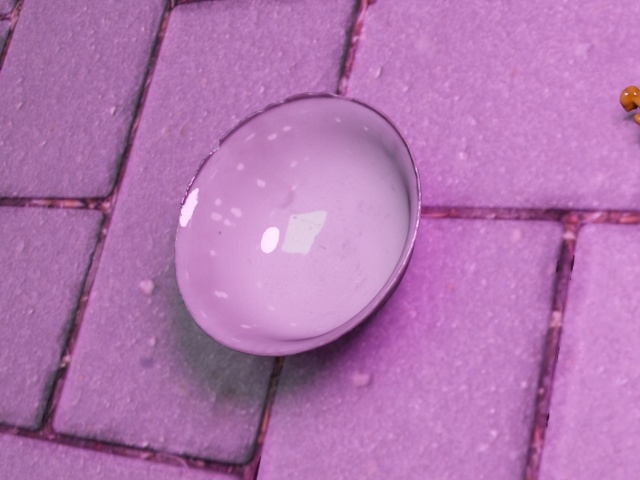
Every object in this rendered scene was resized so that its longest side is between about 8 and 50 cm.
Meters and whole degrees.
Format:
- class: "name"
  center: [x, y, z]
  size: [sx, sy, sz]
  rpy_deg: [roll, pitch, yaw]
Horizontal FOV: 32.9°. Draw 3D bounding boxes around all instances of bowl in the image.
- class: "bowl"
  center: [0.000, 0.000, 1.236]
  size: [0.313, 0.146, 0.313]
  rpy_deg: [-13, 64, 27]

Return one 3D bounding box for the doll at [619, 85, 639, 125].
- class: "doll"
  center: [0.395, -0.115, 1.088]
  size: [0.145, 0.096, 0.188]
  rpy_deg: [-23, 48, 14]
